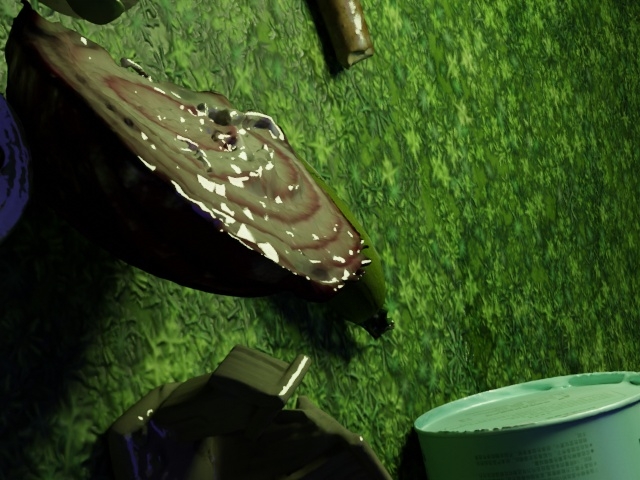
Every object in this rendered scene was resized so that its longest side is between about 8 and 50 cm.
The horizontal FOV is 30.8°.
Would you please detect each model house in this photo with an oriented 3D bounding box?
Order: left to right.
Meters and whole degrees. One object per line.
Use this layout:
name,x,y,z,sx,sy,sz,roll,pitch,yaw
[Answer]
model house,-0.047,0.192,0.990,0.229,0.188,0.122,57,22,-31

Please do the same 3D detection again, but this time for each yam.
yam,0.008,-0.318,1.352,0.057,0.056,0.241,-37,113,-56

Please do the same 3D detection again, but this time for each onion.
onion,-0.118,-0.033,0.888,0.314,0.146,0.280,29,19,-36

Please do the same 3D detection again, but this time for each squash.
squash,0.000,0.001,1.206,0.331,0.087,0.087,53,39,-37

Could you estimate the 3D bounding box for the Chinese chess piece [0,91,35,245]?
Chinese chess piece,-0.264,-0.048,0.776,0.144,0.058,0.144,3,86,-37

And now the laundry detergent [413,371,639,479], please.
laundry detergent,0.276,0.331,1.342,0.287,0.287,0.305,-12,90,-59

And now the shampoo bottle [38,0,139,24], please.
shampoo bottle,-0.191,-0.238,0.876,0.118,0.087,0.234,25,29,-44
